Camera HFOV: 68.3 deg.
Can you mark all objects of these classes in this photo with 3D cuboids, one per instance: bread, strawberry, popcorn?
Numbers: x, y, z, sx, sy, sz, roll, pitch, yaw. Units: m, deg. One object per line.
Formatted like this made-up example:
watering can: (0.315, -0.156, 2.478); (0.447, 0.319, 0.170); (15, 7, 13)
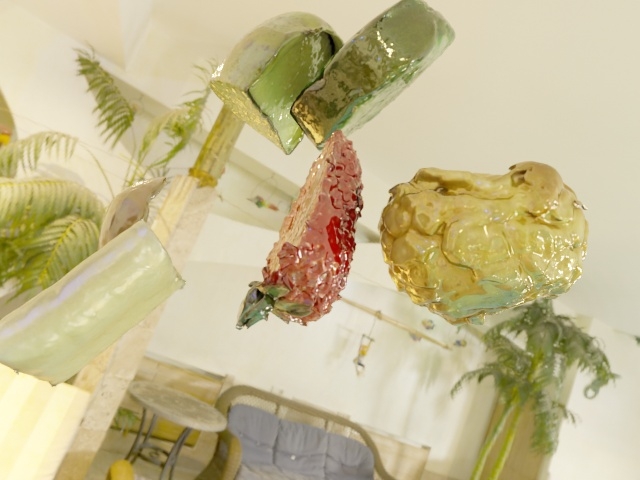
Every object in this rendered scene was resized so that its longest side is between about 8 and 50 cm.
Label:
bread: (-0.233, 0.069, 0.494); (0.060, 0.178, 0.139); (45, -19, 11)
strawberry: (0.000, 0.000, 0.596); (0.106, 0.286, 0.188); (29, -17, -11)
bread: (0.107, -0.347, 1.031); (0.129, 0.366, 0.382); (51, -11, -4)
popcorn: (0.201, 0.003, 0.596); (0.250, 0.190, 0.250); (3, -31, 2)

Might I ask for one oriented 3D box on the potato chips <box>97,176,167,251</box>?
potato chips: (-0.297, -0.017, 0.716); (0.061, 0.195, 0.208); (22, 3, -19)

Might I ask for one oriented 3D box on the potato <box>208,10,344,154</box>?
potato: (-0.105, -0.416, 1.120); (0.212, 0.280, 0.330); (40, -1, 17)
